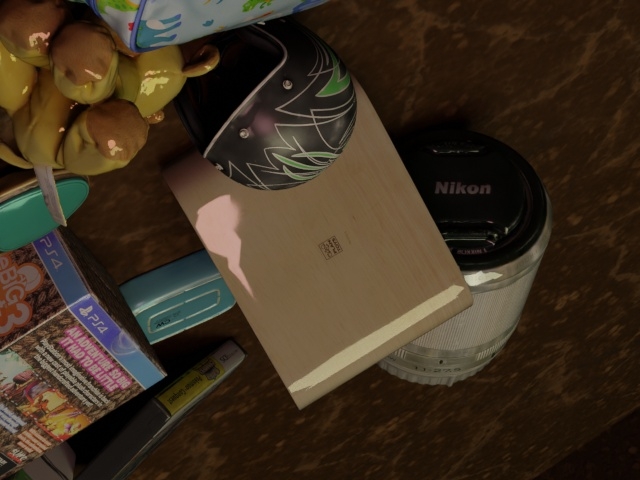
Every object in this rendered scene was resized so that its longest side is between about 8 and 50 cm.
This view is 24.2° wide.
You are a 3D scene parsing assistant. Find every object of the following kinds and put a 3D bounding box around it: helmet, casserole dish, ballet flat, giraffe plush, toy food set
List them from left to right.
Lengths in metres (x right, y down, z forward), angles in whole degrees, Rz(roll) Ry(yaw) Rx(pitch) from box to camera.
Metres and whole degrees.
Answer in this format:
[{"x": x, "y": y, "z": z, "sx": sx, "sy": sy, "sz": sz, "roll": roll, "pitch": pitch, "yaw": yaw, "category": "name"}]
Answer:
[{"x": -0.325, "y": -0.013, "z": 1.383, "sx": 0.232, "sy": 0.073, "sz": 0.080, "roll": -35, "pitch": 149, "yaw": -10, "category": "ballet flat"}, {"x": -0.180, "y": -0.139, "z": 1.264, "sx": 0.170, "sy": 0.181, "sz": 0.210, "roll": -41, "pitch": 149, "yaw": -35, "category": "giraffe plush"}, {"x": -0.164, "y": 0.069, "z": 1.717, "sx": 0.188, "sy": 0.037, "sz": 0.114, "roll": -22, "pitch": 150, "yaw": -19, "category": "casserole dish"}, {"x": -0.046, "y": -0.126, "z": 1.398, "sx": 0.169, "sy": 0.161, "sz": 0.169, "roll": -26, "pitch": 151, "yaw": -15, "category": "helmet"}, {"x": 0.000, "y": 0.000, "z": 1.561, "sx": 0.219, "sy": 0.306, "sz": 0.092, "roll": -31, "pitch": -166, "yaw": -4, "category": "toy food set"}]

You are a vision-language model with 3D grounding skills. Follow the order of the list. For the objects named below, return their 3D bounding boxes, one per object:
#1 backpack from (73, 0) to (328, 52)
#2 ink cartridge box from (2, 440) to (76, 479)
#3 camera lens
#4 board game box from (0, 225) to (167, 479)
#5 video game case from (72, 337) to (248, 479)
[{"x": -0.051, "y": -0.285, "z": 1.083, "sx": 0.355, "sy": 0.273, "sz": 0.290, "roll": -4, "pitch": 162, "yaw": -24, "category": "backpack"}, {"x": -0.366, "y": 0.299, "z": 1.673, "sx": 0.160, "sy": 0.093, "sz": 0.219, "roll": -36, "pitch": -164, "yaw": 7, "category": "ink cartridge box"}, {"x": 0.146, "y": 0.019, "z": 1.770, "sx": 0.219, "sy": 0.219, "sz": 0.274, "roll": -23, "pitch": 151, "yaw": -20, "category": "camera lens"}, {"x": -0.339, "y": 0.122, "z": 1.502, "sx": 0.291, "sy": 0.141, "sz": 0.232, "roll": -32, "pitch": 152, "yaw": -3, "category": "board game box"}, {"x": -0.226, "y": 0.250, "z": 1.829, "sx": 0.275, "sy": 0.035, "sz": 0.248, "roll": -46, "pitch": 176, "yaw": 22, "category": "video game case"}]
